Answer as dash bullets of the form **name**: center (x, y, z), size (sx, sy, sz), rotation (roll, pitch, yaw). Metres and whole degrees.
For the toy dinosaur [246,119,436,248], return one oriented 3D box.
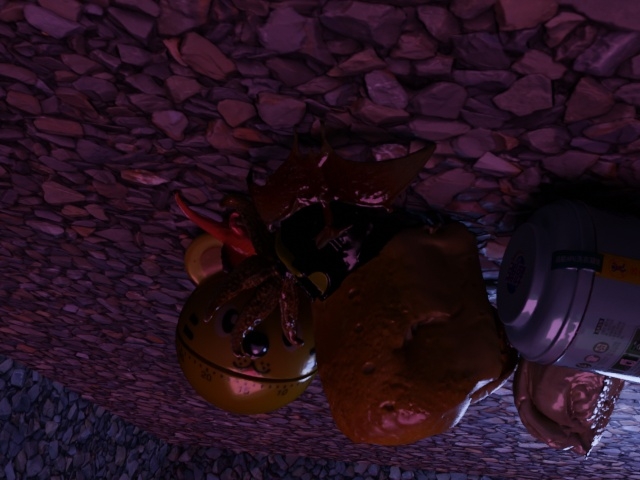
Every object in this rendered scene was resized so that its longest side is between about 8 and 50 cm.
- **toy dinosaur**: center (0.020, -0.107, 1.303), size (0.327, 0.113, 0.207), rotation (-36, 94, 31)

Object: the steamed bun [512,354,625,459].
- **steamed bun**: center (0.500, 0.278, 1.593), size (0.206, 0.275, 0.320), rotation (26, 132, 30)

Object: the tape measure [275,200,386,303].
- **tape measure**: center (0.000, 0.000, 1.425), size (0.186, 0.199, 0.112), rotation (40, 165, 52)

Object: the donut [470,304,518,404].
- **donut**: center (0.253, 0.232, 1.702), size (0.329, 0.330, 0.160), rotation (-10, 128, 35)

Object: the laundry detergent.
- **laundry detergent**: center (0.474, 0.087, 1.323), size (0.305, 0.287, 0.287), rotation (12, 154, -5)

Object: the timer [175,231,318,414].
- **timer**: center (-0.146, 0.183, 1.742), size (0.375, 0.376, 0.387), rotation (15, 111, -10)

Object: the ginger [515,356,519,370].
- **ginger**: center (0.454, 0.310, 2.059), size (0.173, 0.051, 0.069), rotation (18, 150, -20)

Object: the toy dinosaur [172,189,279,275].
- **toy dinosaur**: center (-0.186, 0.014, 1.579), size (0.286, 0.139, 0.070), rotation (24, 150, -26)

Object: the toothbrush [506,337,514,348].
- **toothbrush**: center (0.401, 0.130, 1.503), size (0.026, 0.294, 0.028), rotation (38, 129, 8)

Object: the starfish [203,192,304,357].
- **starfish**: center (-0.104, 0.060, 1.508), size (0.094, 0.327, 0.375), rotation (-15, 178, 35)

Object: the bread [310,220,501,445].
- **bread**: center (0.141, 0.184, 1.472), size (0.250, 0.395, 0.361), rotation (21, 142, -38)
